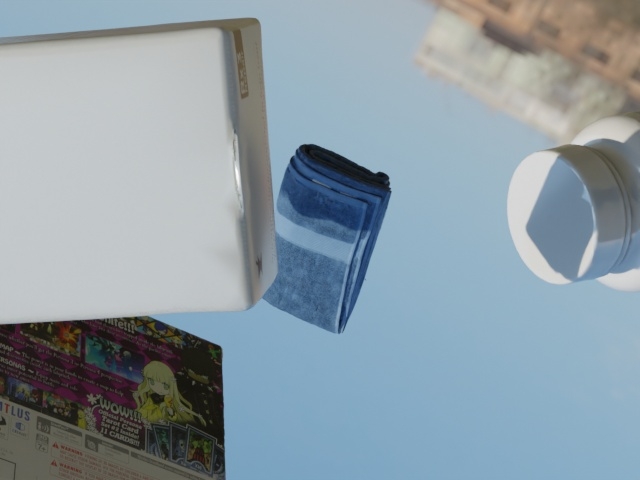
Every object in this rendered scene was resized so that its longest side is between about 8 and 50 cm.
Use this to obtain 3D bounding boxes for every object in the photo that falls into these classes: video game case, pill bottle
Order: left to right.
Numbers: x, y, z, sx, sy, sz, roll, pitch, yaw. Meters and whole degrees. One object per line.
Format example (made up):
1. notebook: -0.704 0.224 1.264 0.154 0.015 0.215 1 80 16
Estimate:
1. video game case: -0.169 0.121 1.358 0.232 0.042 0.210 24 -139 -27
2. pill bottle: 0.242 -0.031 1.378 0.221 0.124 0.124 -11 -147 -34

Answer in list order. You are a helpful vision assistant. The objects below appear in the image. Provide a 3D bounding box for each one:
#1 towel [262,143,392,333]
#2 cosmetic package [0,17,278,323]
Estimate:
1. towel: 0.000 0.000 1.219 0.067 0.119 0.029 23 -140 8
2. cosmetic package: -0.138 -0.027 0.833 0.231 0.117 0.085 -2 -171 8
